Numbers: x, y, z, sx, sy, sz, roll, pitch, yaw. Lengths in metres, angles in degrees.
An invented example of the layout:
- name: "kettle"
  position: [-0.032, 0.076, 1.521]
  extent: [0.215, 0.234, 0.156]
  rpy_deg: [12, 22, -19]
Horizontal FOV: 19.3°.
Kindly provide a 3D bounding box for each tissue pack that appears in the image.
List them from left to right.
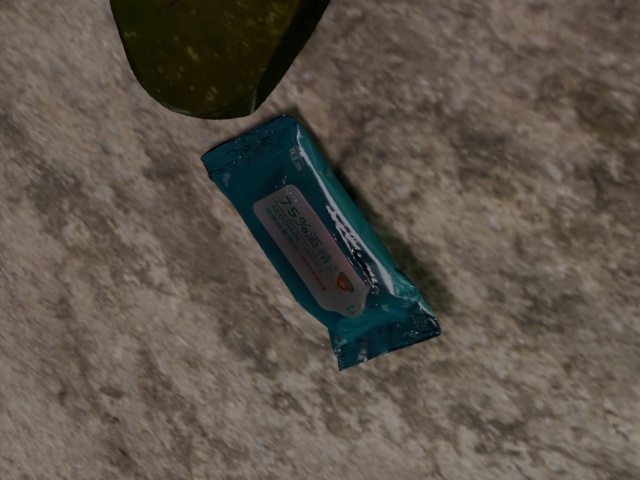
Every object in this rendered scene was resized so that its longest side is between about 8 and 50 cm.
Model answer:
- name: "tissue pack"
  position: [0.000, 0.000, 0.965]
  extent: [0.138, 0.028, 0.085]
  rpy_deg: [54, 141, -10]

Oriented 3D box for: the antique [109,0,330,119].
- name: "antique"
  position: [-0.028, -0.130, 0.795]
  extent: [0.081, 0.080, 0.221]
  rpy_deg: [37, 146, 4]
